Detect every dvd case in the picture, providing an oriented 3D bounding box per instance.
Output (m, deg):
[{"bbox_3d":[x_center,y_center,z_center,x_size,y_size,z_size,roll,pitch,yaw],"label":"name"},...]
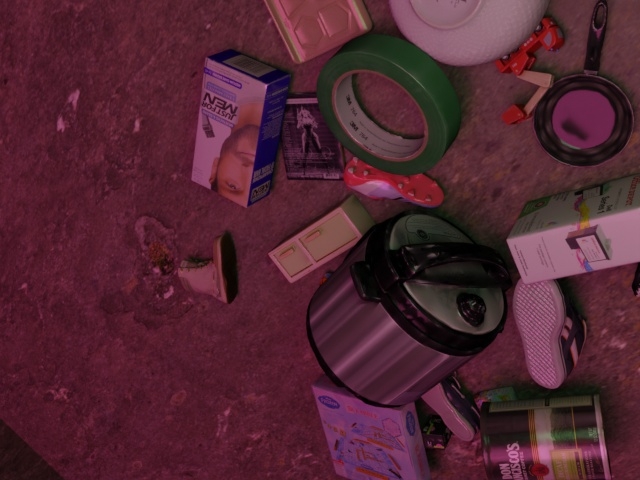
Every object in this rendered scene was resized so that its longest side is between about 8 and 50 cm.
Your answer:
[{"bbox_3d":[-0.025,-0.251,1.915,0.165,0.018,0.221,3,117,27],"label":"dvd case"}]

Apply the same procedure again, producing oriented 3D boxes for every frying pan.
[{"bbox_3d":[0.515,-0.303,1.589,0.197,0.053,0.326,-10,109,31],"label":"frying pan"}]

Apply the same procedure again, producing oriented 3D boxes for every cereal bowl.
[{"bbox_3d":[0.269,-0.502,1.524,0.339,0.141,0.338,13,116,30],"label":"cereal bowl"}]

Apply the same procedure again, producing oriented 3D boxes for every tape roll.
[{"bbox_3d":[0.144,-0.288,1.702,0.321,0.077,0.321,27,148,19],"label":"tape roll"}]

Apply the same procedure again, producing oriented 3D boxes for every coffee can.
[{"bbox_3d":[0.536,0.475,1.874,0.276,0.201,0.201,-9,112,19],"label":"coffee can"}]

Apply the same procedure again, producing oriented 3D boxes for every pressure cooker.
[{"bbox_3d":[0.216,0.140,1.785,0.375,0.370,0.420,40,130,-2],"label":"pressure cooker"}]

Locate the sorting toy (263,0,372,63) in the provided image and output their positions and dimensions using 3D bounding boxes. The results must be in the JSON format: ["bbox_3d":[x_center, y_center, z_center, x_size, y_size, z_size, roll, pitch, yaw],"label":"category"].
[{"bbox_3d":[-0.008,-0.519,1.755,0.208,0.038,0.193,-19,106,29],"label":"sorting toy"}]

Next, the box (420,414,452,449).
[{"bbox_3d":[0.313,0.514,2.111,0.062,0.083,0.052,-2,114,28],"label":"box"}]

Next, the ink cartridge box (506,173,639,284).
[{"bbox_3d":[0.553,-0.026,1.623,0.278,0.201,0.117,-15,108,33],"label":"ink cartridge box"}]

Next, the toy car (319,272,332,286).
[{"bbox_3d":[0.057,0.107,2.066,0.122,0.060,0.040,5,74,7],"label":"toy car"}]

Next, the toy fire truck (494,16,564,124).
[{"bbox_3d":[0.425,-0.339,1.590,0.192,0.047,0.135,-40,72,37],"label":"toy fire truck"}]

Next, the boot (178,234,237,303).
[{"bbox_3d":[-0.321,0.070,2.205,0.165,0.077,0.213,13,124,23],"label":"boot"}]

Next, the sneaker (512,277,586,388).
[{"bbox_3d":[0.522,0.178,1.786,0.126,0.127,0.321,20,136,41],"label":"sneaker"}]

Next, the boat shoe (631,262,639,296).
[{"bbox_3d":[0.813,0.069,1.585,0.341,0.127,0.158,8,127,24],"label":"boat shoe"}]

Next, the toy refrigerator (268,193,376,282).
[{"bbox_3d":[0.000,0.000,1.990,0.270,0.094,0.102,-31,99,36],"label":"toy refrigerator"}]

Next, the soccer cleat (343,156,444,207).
[{"bbox_3d":[0.172,-0.126,1.856,0.248,0.083,0.095,18,152,12],"label":"soccer cleat"}]

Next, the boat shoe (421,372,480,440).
[{"bbox_3d":[0.329,0.398,2.041,0.254,0.079,0.095,49,142,6],"label":"boat shoe"}]

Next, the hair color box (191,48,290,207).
[{"bbox_3d":[-0.201,-0.272,1.929,0.185,0.110,0.338,27,127,21],"label":"hair color box"}]

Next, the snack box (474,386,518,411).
[{"bbox_3d":[0.471,0.450,2.024,0.100,0.037,0.141,-19,106,31],"label":"snack box"}]

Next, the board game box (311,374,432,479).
[{"bbox_3d":[0.144,0.549,2.179,0.319,0.066,0.317,7,120,42],"label":"board game box"}]
